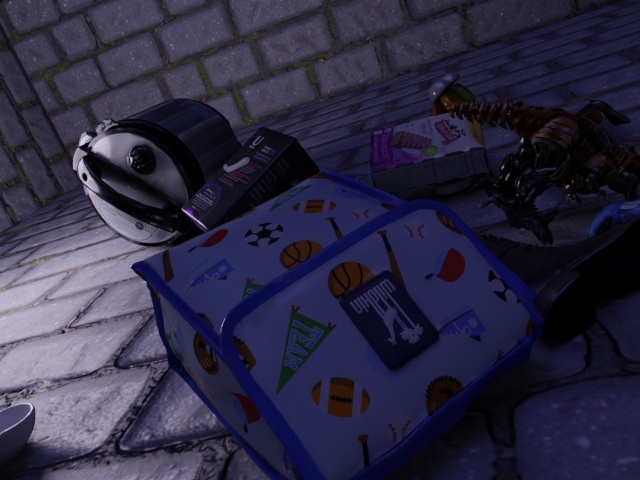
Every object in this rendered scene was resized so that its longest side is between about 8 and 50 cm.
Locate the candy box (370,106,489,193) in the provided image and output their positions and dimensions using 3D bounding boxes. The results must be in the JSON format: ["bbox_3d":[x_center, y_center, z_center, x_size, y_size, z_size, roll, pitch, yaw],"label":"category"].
[{"bbox_3d":[0.225,-0.190,1.223,0.234,0.071,0.159,-11,42,15],"label":"candy box"}]

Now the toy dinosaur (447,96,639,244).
[{"bbox_3d":[0.351,-0.132,0.908,0.322,0.218,0.164,31,21,12],"label":"toy dinosaur"}]

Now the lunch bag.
[{"bbox_3d":[0.011,0.092,0.689,0.328,0.238,0.385,-30,38,-25],"label":"lunch bag"}]

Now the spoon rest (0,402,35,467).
[{"bbox_3d":[-0.465,0.302,0.808,0.137,0.084,0.276,-29,22,-20],"label":"spoon rest"}]

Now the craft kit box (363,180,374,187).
[{"bbox_3d":[0.000,0.000,1.105,0.247,0.060,0.249,-15,33,8],"label":"craft kit box"}]

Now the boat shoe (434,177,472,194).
[{"bbox_3d":[0.303,-0.169,1.279,0.078,0.070,0.219,-5,25,35],"label":"boat shoe"}]

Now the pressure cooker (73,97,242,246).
[{"bbox_3d":[-0.454,-0.190,1.633,0.370,0.375,0.420,-9,23,22],"label":"pressure cooker"}]

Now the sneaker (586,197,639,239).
[{"bbox_3d":[0.447,-0.028,0.810,0.144,0.053,0.059,-21,22,3],"label":"sneaker"}]

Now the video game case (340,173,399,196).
[{"bbox_3d":[0.063,-0.077,1.255,0.194,0.023,0.212,4,43,32],"label":"video game case"}]

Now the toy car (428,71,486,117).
[{"bbox_3d":[0.389,-0.395,1.710,0.182,0.159,0.136,-45,-6,-47],"label":"toy car"}]

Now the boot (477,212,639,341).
[{"bbox_3d":[0.293,0.021,0.778,0.263,0.091,0.229,-30,22,-18],"label":"boot"}]

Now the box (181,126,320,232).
[{"bbox_3d":[-0.146,-0.101,1.288,0.270,0.143,0.165,-48,38,-9],"label":"box"}]
